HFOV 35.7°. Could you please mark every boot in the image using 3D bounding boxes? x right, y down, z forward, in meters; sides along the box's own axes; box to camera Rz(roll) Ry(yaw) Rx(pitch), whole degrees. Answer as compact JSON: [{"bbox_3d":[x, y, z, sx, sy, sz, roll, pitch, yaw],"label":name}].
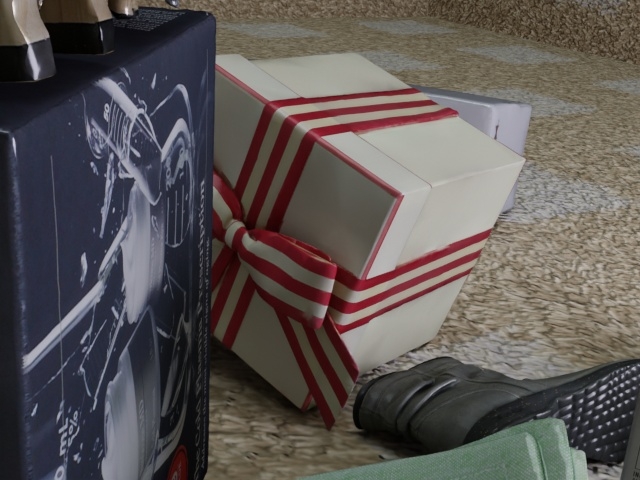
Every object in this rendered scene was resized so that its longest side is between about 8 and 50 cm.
[{"bbox_3d":[0.160,0.126,0.827,0.247,0.083,0.161,-8,18,-35],"label":"boot"}]

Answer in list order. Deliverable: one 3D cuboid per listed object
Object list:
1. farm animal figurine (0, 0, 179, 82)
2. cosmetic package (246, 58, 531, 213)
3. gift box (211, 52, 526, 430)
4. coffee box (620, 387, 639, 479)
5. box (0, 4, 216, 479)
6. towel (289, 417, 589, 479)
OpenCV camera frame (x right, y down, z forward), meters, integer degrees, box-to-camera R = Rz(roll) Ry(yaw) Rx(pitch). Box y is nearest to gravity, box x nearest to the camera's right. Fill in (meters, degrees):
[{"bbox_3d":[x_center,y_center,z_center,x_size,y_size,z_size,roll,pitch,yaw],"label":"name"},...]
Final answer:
[{"bbox_3d":[-0.214,-0.151,0.364,0.327,0.172,0.330,-1,20,-6],"label":"farm animal figurine"},{"bbox_3d":[0.041,-0.150,1.399,0.454,0.161,0.230,13,13,22],"label":"cosmetic package"},{"bbox_3d":[0.000,0.000,0.903,0.255,0.276,0.258,33,28,28],"label":"gift box"},{"bbox_3d":[0.247,0.105,0.575,0.119,0.297,0.168,14,21,23],"label":"coffee box"},{"bbox_3d":[-0.177,0.061,0.539,0.179,0.343,0.312,6,21,7],"label":"box"},{"bbox_3d":[-0.009,0.212,0.392,0.248,0.038,0.324,-17,29,21],"label":"towel"}]
